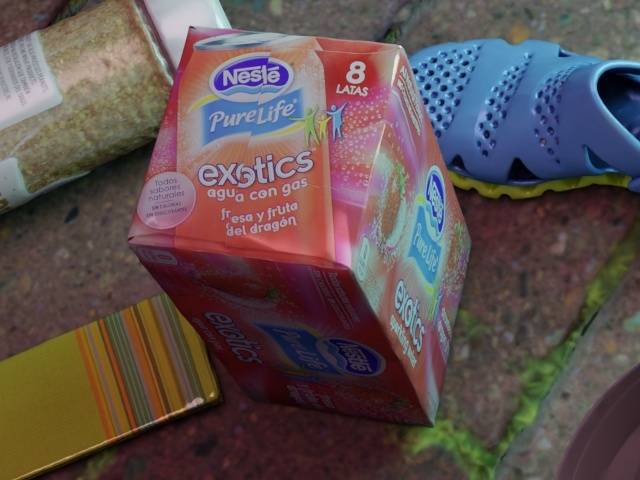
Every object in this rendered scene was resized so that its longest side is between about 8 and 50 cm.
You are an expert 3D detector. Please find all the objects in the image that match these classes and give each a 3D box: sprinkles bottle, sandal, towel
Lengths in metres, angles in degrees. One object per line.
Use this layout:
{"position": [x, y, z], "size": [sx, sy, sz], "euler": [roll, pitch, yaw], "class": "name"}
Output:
{"position": [-0.229, -0.088, 1.345], "size": [0.355, 0.121, 0.121], "euler": [-25, 65, 1], "class": "sprinkles bottle"}
{"position": [0.198, -0.091, 1.252], "size": [0.317, 0.138, 0.126], "euler": [10, 72, 17], "class": "sandal"}
{"position": [-0.193, 0.120, 1.307], "size": [0.237, 0.021, 0.102], "euler": [-23, 59, 2], "class": "towel"}

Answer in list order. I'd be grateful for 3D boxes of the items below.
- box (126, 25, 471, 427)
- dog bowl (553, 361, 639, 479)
{"position": [0.000, 0.000, 1.161], "size": [0.142, 0.300, 0.154], "euler": [7, 68, 16], "class": "box"}
{"position": [0.297, 0.213, 1.031], "size": [0.349, 0.102, 0.349], "euler": [2, 93, 42], "class": "dog bowl"}
